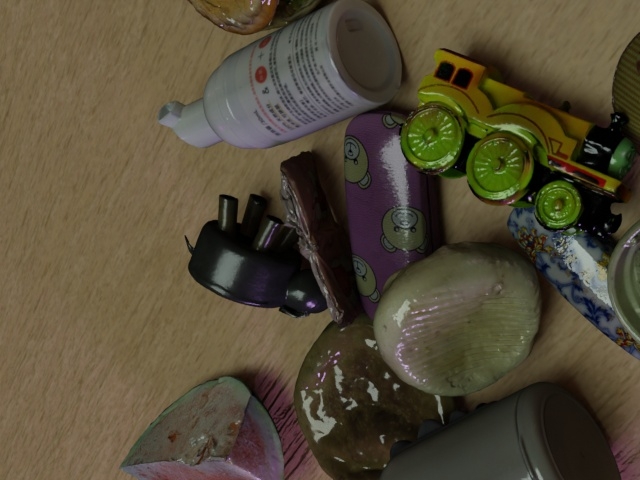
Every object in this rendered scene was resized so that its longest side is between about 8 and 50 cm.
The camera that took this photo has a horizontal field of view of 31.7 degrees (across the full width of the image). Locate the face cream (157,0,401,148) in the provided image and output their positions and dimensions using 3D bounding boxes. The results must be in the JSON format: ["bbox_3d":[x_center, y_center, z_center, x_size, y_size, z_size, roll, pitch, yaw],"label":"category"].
[{"bbox_3d":[-0.071,-0.202,1.543,0.369,0.145,0.145,-16,98,43],"label":"face cream"}]

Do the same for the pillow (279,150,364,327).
[{"bbox_3d":[0.000,0.000,1.576,0.049,0.135,0.248,-21,96,18],"label":"pillow"}]

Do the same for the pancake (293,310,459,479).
[{"bbox_3d":[0.070,0.245,1.662,0.294,0.049,0.294,9,104,39],"label":"pancake"}]

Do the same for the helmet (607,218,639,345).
[{"bbox_3d":[0.457,0.037,1.218,0.257,0.137,0.204,3,111,45],"label":"helmet"}]

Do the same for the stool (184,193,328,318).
[{"bbox_3d":[-0.083,0.021,1.663,0.139,0.228,0.153,-68,20,13],"label":"stool"}]

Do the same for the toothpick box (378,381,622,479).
[{"bbox_3d":[0.206,0.325,1.467,0.316,0.229,0.229,-32,87,31],"label":"toothpick box"}]

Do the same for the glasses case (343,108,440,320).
[{"bbox_3d":[0.099,-0.022,1.523,0.123,0.076,0.316,9,116,36],"label":"glasses case"}]

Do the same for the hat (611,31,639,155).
[{"bbox_3d":[0.396,-0.148,1.228,0.193,0.082,0.193,15,117,32],"label":"hat"}]

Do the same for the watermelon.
[{"bbox_3d":[-0.188,0.345,1.845,0.305,0.180,0.224,-18,82,44],"label":"watermelon"}]

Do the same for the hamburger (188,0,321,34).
[{"bbox_3d":[-0.084,-0.398,1.470,0.286,0.146,0.243,-24,86,49],"label":"hamburger"}]

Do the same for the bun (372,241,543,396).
[{"bbox_3d":[0.171,0.091,1.444,0.133,0.231,0.231,-116,32,-54],"label":"bun"}]

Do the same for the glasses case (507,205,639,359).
[{"bbox_3d":[0.330,0.039,1.369,0.248,0.065,0.087,46,124,16],"label":"glasses case"}]

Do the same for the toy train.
[{"bbox_3d":[0.234,-0.112,1.331,0.296,0.100,0.160,28,96,25],"label":"toy train"}]
